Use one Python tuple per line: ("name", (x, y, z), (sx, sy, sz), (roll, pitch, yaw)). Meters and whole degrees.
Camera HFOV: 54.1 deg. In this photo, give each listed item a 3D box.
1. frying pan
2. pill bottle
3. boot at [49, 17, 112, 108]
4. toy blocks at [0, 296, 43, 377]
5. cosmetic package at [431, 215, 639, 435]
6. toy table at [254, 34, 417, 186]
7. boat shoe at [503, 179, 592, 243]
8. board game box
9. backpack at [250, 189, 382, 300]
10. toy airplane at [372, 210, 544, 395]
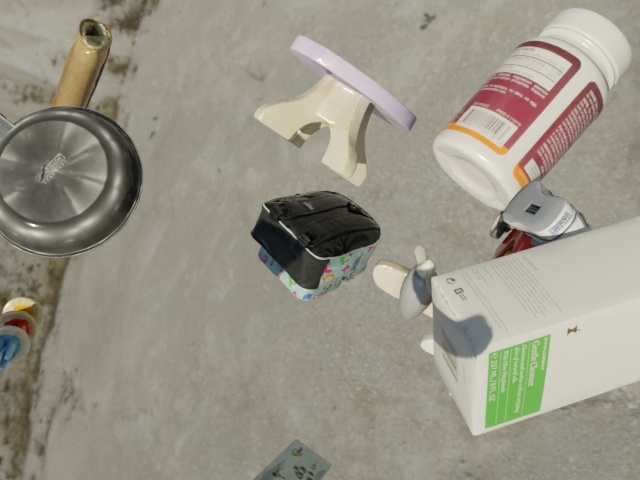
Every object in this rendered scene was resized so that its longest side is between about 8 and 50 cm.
("frying pan", (-0.351, -0.133, 0.778), (0.326, 0.197, 0.053), (61, 171, 8))
("pill bottle", (0.439, -0.273, 1.299), (0.392, 0.224, 0.224), (-48, 18, -5))
("boot", (-0.496, -0.276, 1.248), (0.269, 0.089, 0.236), (-53, 39, 30))
("toy blocks", (-0.421, 0.149, 0.812), (0.123, 0.054, 0.148), (-49, 22, 3))
("cosmetic package", (0.354, 0.111, 0.889), (0.155, 0.366, 0.196), (-113, 9, -51))
("toy table", (0.027, -0.214, 1.099), (0.160, 0.274, 0.252), (-57, 26, 6))
("boat shoe", (0.379, -0.032, 1.052), (0.095, 0.084, 0.258), (-50, 7, 16))
("board game box", (-0.120, 0.523, 1.120), (0.303, 0.098, 0.223), (-20, -42, -64))
("backpack", (0.000, 0.000, 1.382), (0.225, 0.254, 0.191), (43, 134, 26))
("toy airplane", (0.333, 0.156, 1.204), (0.384, 0.386, 0.272), (67, -161, -11))
